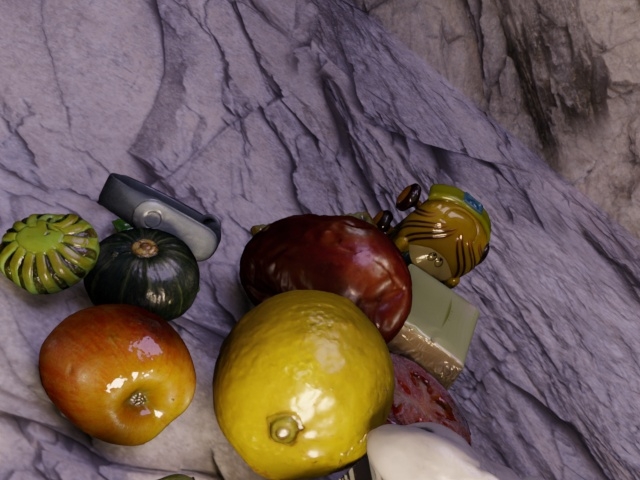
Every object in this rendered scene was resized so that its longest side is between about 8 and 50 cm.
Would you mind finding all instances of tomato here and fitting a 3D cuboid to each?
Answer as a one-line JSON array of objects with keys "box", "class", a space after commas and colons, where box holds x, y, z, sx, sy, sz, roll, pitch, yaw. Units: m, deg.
[{"box": [0.128, 0.272, 1.912, 0.225, 0.085, 0.225, 31, 23, -14], "class": "tomato"}]

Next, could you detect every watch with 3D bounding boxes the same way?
[{"box": [-0.248, -0.038, 1.952, 0.206, 0.068, 0.193, 26, 6, -27], "class": "watch"}]

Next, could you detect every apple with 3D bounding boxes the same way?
[{"box": [-0.256, 0.163, 1.585, 0.195, 0.160, 0.173, 23, 5, -36], "class": "apple"}]

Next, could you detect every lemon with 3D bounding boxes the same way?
[{"box": [-0.022, 0.192, 1.674, 0.260, 0.260, 0.284, 40, 1, 11], "class": "lemon"}]

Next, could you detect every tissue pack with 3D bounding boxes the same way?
[{"box": [0.170, 0.161, 2.112, 0.159, 0.125, 0.234, 35, 26, 1], "class": "tissue pack"}]

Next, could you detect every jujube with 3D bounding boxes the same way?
[{"box": [0.004, 0.064, 1.923, 0.223, 0.223, 0.318, 15, -1, -36], "class": "jujube"}]

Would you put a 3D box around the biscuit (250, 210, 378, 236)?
[{"box": [0.000, 0.000, 2.209, 0.231, 0.016, 0.139, -7, 40, -17], "class": "biscuit"}]

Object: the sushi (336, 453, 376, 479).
[{"box": [0.029, 0.397, 1.554, 0.279, 0.043, 0.192, -26, 98, -59], "class": "sushi"}]

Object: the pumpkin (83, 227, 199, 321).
[{"box": [-0.257, 0.052, 1.781, 0.167, 0.125, 0.167, 5, 50, -6], "class": "pumpkin"}]

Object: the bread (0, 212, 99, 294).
[{"box": [-0.379, 0.012, 1.714, 0.139, 0.071, 0.130, 21, 59, 21], "class": "bread"}]

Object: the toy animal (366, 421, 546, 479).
[{"box": [0.193, 0.356, 1.595, 0.357, 0.194, 0.258, 45, 10, -52], "class": "toy animal"}]

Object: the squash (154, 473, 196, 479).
[{"box": [-0.242, 0.337, 1.307, 0.287, 0.137, 0.137, -5, 46, -49], "class": "squash"}]

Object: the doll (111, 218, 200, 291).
[{"box": [-0.258, 0.022, 1.935, 0.190, 0.050, 0.115, 40, 16, 21], "class": "doll"}]

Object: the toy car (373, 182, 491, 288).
[{"box": [0.193, 0.020, 2.260, 0.200, 0.248, 0.142, 34, 37, -14], "class": "toy car"}]
